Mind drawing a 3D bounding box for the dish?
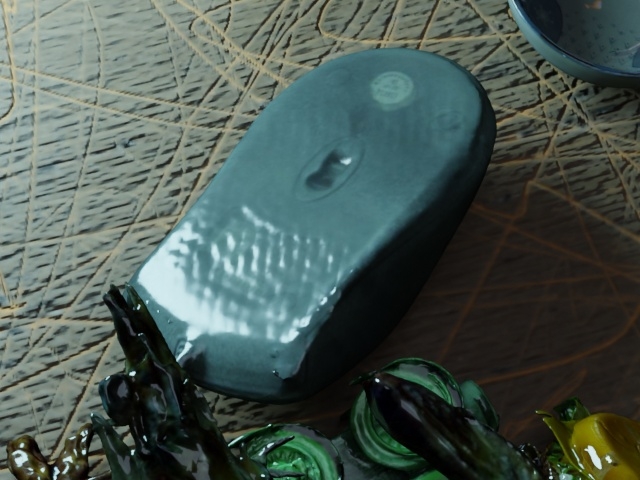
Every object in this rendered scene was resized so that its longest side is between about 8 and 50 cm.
[{"bbox_3d":[0.257,-0.213,1.497,0.228,0.086,0.236,-37,74,-20],"label":"dish"}]

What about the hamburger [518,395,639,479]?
[{"bbox_3d":[0.223,0.197,1.285,0.164,0.093,0.189,20,26,-35],"label":"hamburger"}]

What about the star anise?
[{"bbox_3d":[-0.161,0.218,1.264,0.234,0.073,0.177,18,59,9],"label":"star anise"}]

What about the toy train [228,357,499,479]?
[{"bbox_3d":[0.039,0.205,1.266,0.243,0.132,0.188,-28,76,-14],"label":"toy train"}]

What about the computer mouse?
[{"bbox_3d":[0.000,0.000,1.342,0.188,0.122,0.371,22,53,30],"label":"computer mouse"}]

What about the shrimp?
[{"bbox_3d":[0.018,0.188,1.164,0.272,0.085,0.445,-40,90,-19],"label":"shrimp"}]
